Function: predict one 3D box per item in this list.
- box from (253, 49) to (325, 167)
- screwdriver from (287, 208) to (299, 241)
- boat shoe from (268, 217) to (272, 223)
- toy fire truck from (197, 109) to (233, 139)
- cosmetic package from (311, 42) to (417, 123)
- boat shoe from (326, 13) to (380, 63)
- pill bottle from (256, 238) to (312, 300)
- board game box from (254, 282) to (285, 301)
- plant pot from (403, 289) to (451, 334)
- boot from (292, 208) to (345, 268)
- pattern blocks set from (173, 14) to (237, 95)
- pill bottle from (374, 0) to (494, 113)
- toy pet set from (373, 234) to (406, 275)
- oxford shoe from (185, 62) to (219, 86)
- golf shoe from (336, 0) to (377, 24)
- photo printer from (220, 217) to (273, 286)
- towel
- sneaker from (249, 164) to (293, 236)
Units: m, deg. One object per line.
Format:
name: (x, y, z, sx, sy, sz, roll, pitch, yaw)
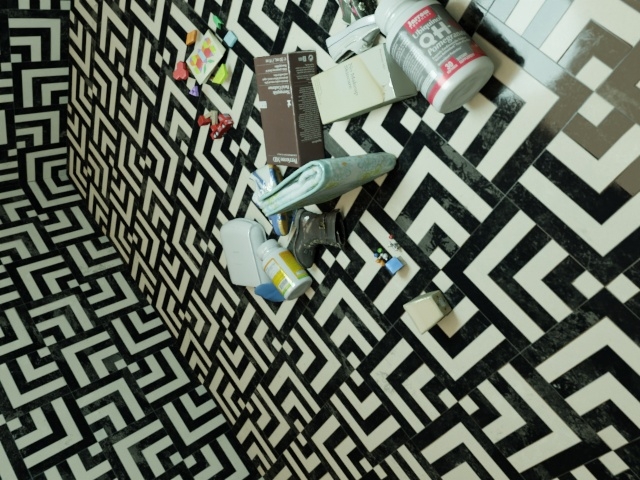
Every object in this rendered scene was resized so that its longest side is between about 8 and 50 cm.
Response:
box: (-0.109, -0.461, 1.769, 0.191, 0.143, 0.382, 12, 117, 44)
screwdriver: (-0.112, -0.065, 1.943, 0.024, 0.170, 0.025, -18, 130, 36)
boat shoe: (-0.192, -0.134, 2.064, 0.079, 0.084, 0.233, -39, 66, 10)
toy fire truck: (-0.459, -0.519, 2.191, 0.192, 0.047, 0.135, -30, 82, 49)
cosmetic package: (0.126, -0.473, 1.527, 0.309, 0.113, 0.160, -7, 101, 49)
boat shoe: (0.117, -0.601, 1.496, 0.267, 0.096, 0.088, -5, 107, 49)
pill bottle: (-0.157, 0.116, 2.072, 0.246, 0.136, 0.136, 50, 136, 20)
board game box: (-0.205, 0.214, 2.182, 0.133, 0.168, 0.033, -34, 42, 39)
plant pot: (0.350, 0.220, 1.598, 0.096, 0.109, 0.109, -39, 77, 36)
boot: (0.000, 0.000, 1.887, 0.229, 0.091, 0.263, 12, 113, 45)
pattern blocks set: (-0.474, -0.749, 2.047, 0.285, 0.026, 0.325, 45, 116, 22)
pill bottle: (0.282, -0.502, 1.295, 0.319, 0.176, 0.176, 55, 138, 14)
toy pet set: (0.225, 0.064, 1.690, 0.114, 0.065, 0.122, 51, 137, 19)
oxford shoe: (-0.507, -0.722, 2.143, 0.212, 0.076, 0.076, 30, 87, 23)
golf shoe: (0.070, -0.776, 1.466, 0.120, 0.105, 0.273, -1, 106, 55)
photo printer: (-0.336, 0.051, 2.260, 0.256, 0.107, 0.308, 2, 108, 47)
towel: (0.011, -0.188, 1.617, 0.374, 0.320, 0.090, -21, 89, 50)
sneaker: (-0.199, -0.149, 1.981, 0.131, 0.112, 0.297, -18, 76, 20)
